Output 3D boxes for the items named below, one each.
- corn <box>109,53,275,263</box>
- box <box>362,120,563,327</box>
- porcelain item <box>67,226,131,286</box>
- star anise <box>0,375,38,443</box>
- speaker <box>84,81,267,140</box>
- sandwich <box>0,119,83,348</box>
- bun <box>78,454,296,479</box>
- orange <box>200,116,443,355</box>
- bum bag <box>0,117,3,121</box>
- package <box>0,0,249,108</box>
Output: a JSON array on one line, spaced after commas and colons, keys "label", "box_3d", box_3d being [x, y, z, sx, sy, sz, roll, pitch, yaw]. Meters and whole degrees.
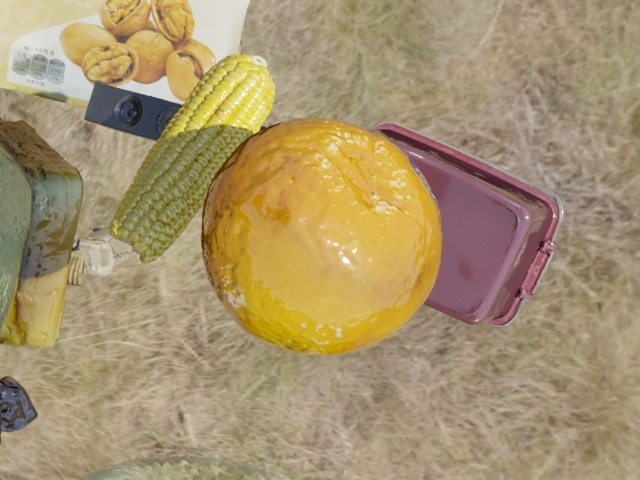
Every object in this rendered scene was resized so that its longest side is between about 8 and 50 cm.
[{"label": "corn", "box_3d": [-0.104, -0.074, 0.897, 0.067, 0.067, 0.206, 37, 72, -13]}, {"label": "box", "box_3d": [0.132, -0.019, 1.316, 0.294, 0.167, 0.193, 26, 102, 17]}, {"label": "porcelain item", "box_3d": [-0.337, 0.023, 1.566, 0.084, 0.213, 0.054, 8, 99, 2]}, {"label": "star anise", "box_3d": [-0.463, 0.177, 1.317, 0.212, 0.283, 0.129, 18, 81, -1]}, {"label": "speaker", "box_3d": [-0.130, -0.107, 1.016, 0.191, 0.046, 0.040, 16, 91, 22]}, {"label": "sandwich", "box_3d": [-0.390, -0.007, 1.395, 0.087, 0.226, 0.251, 0, 114, -34]}, {"label": "bun", "box_3d": [-0.081, 0.339, 0.954, 0.352, 0.349, 0.227, 19, 93, -20]}, {"label": "orange", "box_3d": [0.000, -0.003, 0.768, 0.178, 0.155, 0.177, 29, 45, -34]}, {"label": "bum bag", "box_3d": [-0.505, -0.114, 1.573, 0.049, 0.087, 0.197, 9, 74, 2]}, {"label": "package", "box_3d": [-0.250, -0.288, 1.349, 0.311, 0.165, 0.221, 11, 125, -6]}]
